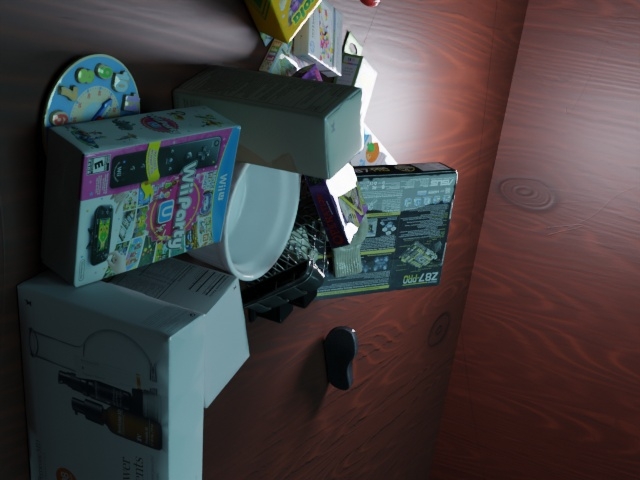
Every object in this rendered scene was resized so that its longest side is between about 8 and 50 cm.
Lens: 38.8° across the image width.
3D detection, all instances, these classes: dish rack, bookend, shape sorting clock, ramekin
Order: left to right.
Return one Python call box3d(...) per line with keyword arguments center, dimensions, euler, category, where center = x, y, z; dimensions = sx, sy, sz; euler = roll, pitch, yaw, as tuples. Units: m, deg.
box3d(center=(-0.347, -0.183, 1.398), dimensions=(0.206, 0.040, 0.206), euler=(-45, 142, -50), category="shape sorting clock")
box3d(center=(-0.162, -0.071, 1.759), dimensions=(0.277, 0.135, 0.277), euler=(-43, 141, -50), category="ramekin")
box3d(center=(-0.080, 0.124, 2.034), dimensions=(0.072, 0.156, 0.157), euler=(-47, 145, -47), category="bookend")
box3d(center=(-0.071, 0.014, 1.907), dimensions=(0.074, 0.208, 0.271), euler=(37, 43, -36), category="dish rack")

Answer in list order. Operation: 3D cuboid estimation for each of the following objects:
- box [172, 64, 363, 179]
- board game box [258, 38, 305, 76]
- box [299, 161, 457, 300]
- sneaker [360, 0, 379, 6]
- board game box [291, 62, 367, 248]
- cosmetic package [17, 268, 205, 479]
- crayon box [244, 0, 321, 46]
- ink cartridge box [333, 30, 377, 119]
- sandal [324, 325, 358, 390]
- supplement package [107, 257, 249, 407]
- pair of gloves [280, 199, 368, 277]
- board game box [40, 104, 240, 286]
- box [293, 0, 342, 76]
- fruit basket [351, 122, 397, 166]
box3d(center=(-0.091, -0.214, 1.607), dimensions=(0.148, 0.311, 0.121), euler=(-44, 140, -47), category="box")
box3d(center=(-0.074, -0.354, 1.917), dimensions=(0.103, 0.026, 0.154), euler=(-66, 155, -19), category="board game box")
box3d(center=(0.134, -0.026, 2.235), dimensions=(0.395, 0.097, 0.318), euler=(-6, 112, -26), category="box")
box3d(center=(0.164, -0.659, 2.210), dimensions=(0.279, 0.107, 0.118), euler=(-49, 164, -39), category="sneaker")
box3d(center=(0.007, -0.179, 1.896), dimensions=(0.347, 0.056, 0.208), euler=(69, 25, -17), category="board game box")
box3d(center=(-0.324, 0.256, 1.412), dimensions=(0.097, 0.284, 0.377), euler=(-33, 133, -55), category="cosmetic package")
box3d(center=(-0.062, -0.522, 1.708), dimensions=(0.203, 0.083, 0.323), euler=(-55, 156, -13), category="crayon box")
box3d(center=(0.083, -0.387, 2.202), dimensions=(0.109, 0.062, 0.209), euler=(27, 79, -65), category="ink cartridge box")
box3d(center=(0.060, 0.320, 2.555), dimensions=(0.054, 0.097, 0.254), euler=(-52, 158, -40), category="sandal")
box3d(center=(-0.257, 0.154, 1.600), dimensions=(0.149, 0.203, 0.194), euler=(-50, 146, -44), category="supplement package")
box3d(center=(0.000, 0.000, 2.100), dimensions=(0.240, 0.042, 0.204), euler=(-4, 113, -22), category="pair of gloves")
box3d(center=(-0.280, -0.079, 1.433), dimensions=(0.303, 0.097, 0.224), euler=(-20, 132, -47), category="board game box")
box3d(center=(-0.003, -0.448, 1.967), dimensions=(0.186, 0.038, 0.145), euler=(13, 78, -65), category="box")
box3d(center=(0.124, -0.076, 2.355), dimensions=(0.327, 0.165, 0.353), euler=(-60, 145, -13), category="fruit basket")
